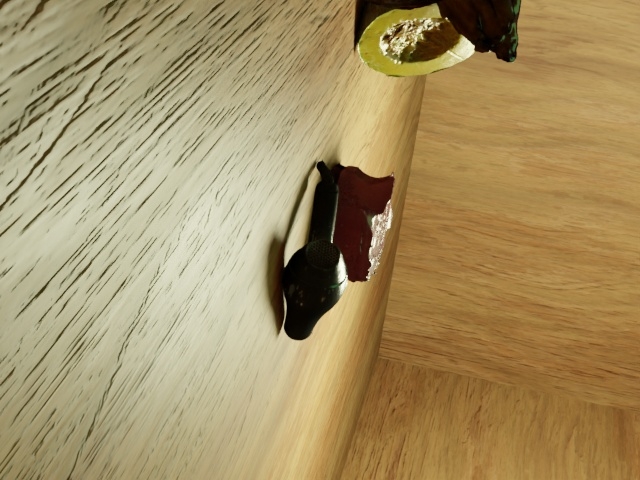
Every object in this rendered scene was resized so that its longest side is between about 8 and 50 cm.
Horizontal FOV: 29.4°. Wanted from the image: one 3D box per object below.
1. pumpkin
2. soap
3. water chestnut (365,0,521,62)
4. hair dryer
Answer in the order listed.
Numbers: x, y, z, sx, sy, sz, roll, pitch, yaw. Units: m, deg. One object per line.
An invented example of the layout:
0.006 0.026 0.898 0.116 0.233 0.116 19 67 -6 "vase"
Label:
0.158 -0.370 2.025 0.217 0.217 0.110 82 -5 -70 "pumpkin"
0.060 -0.036 2.086 0.289 0.112 0.182 -42 146 -80 "soap"
0.149 -0.355 1.300 0.347 0.335 0.335 57 28 -23 "water chestnut"
0.000 0.000 1.798 0.235 0.091 0.272 108 -6 -59 "hair dryer"
